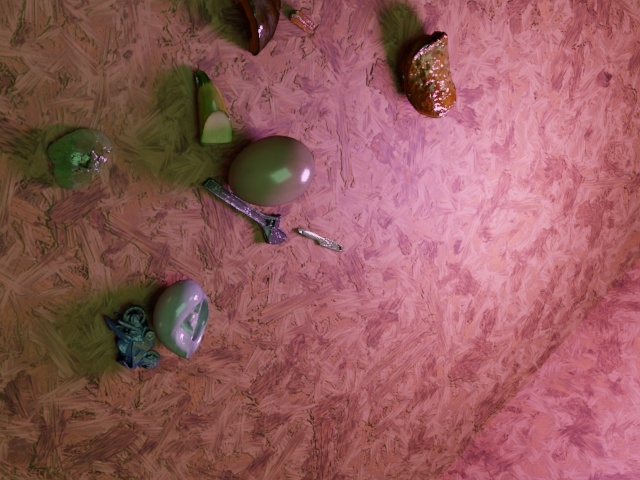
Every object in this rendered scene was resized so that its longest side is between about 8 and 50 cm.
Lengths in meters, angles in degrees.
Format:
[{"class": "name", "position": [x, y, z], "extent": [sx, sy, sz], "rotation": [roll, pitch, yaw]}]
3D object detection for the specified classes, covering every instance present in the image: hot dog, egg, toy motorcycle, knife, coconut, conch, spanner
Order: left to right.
[{"class": "coconut", "position": [-0.558, -0.189, 1.497], "extent": [0.133, 0.055, 0.158], "rotation": [25, 90, -42]}, {"class": "toy motorcycle", "position": [-0.497, 0.266, 1.717], "extent": [0.114, 0.076, 0.205], "rotation": [-21, 119, -21]}, {"class": "conch", "position": [-0.370, 0.206, 1.752], "extent": [0.184, 0.121, 0.221], "rotation": [-19, 124, -44]}, {"class": "spanner", "position": [-0.204, -0.082, 1.826], "extent": [0.325, 0.026, 0.093], "rotation": [35, 86, -38]}, {"class": "egg", "position": [-0.129, -0.184, 1.734], "extent": [0.241, 0.186, 0.186], "rotation": [-17, 118, -24]}, {"class": "hot dog", "position": [-0.051, -0.588, 1.741], "extent": [0.037, 0.021, 0.083], "rotation": [-46, 135, 14]}, {"class": "knife", "position": [0.000, 0.000, 2.017], "extent": [0.207, 0.014, 0.030], "rotation": [23, 92, -41]}, {"class": "hot dog", "position": [0.334, -0.509, 2.005], "extent": [0.175, 0.114, 0.259], "rotation": [-34, 127, -27]}]

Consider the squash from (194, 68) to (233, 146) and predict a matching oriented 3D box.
[{"class": "squash", "position": [-0.276, -0.332, 1.638], "extent": [0.090, 0.075, 0.200], "rotation": [-11, 115, -5]}]

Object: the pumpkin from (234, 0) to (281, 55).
[{"class": "pumpkin", "position": [-0.140, -0.591, 1.594], "extent": [0.130, 0.149, 0.254], "rotation": [-27, 122, -16]}]
